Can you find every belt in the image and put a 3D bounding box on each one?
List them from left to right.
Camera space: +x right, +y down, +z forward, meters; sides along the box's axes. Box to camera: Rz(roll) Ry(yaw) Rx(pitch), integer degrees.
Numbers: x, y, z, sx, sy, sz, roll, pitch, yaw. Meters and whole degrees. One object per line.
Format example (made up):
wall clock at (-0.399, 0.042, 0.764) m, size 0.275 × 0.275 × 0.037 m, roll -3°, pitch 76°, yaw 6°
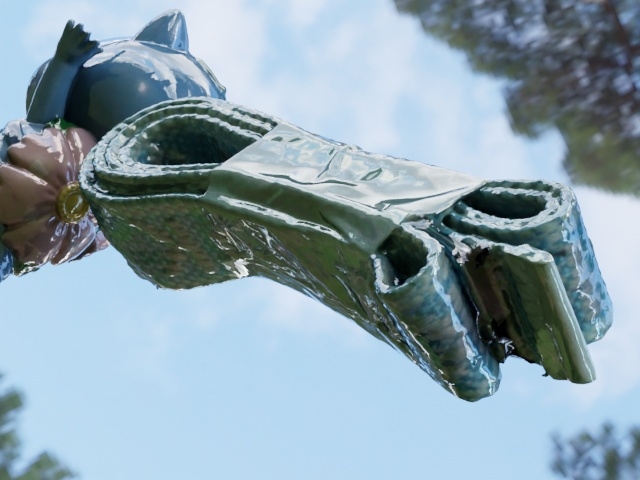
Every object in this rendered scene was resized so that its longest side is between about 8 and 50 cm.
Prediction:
belt at (0.000, 0.000, 0.822) m, size 0.302 × 0.087 × 0.072 m, roll 18°, pitch -44°, yaw 51°

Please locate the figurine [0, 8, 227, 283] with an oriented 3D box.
figurine at (-0.133, -0.038, 1.002) m, size 0.114 × 0.178 × 0.144 m, roll 57°, pitch -30°, yaw -4°
